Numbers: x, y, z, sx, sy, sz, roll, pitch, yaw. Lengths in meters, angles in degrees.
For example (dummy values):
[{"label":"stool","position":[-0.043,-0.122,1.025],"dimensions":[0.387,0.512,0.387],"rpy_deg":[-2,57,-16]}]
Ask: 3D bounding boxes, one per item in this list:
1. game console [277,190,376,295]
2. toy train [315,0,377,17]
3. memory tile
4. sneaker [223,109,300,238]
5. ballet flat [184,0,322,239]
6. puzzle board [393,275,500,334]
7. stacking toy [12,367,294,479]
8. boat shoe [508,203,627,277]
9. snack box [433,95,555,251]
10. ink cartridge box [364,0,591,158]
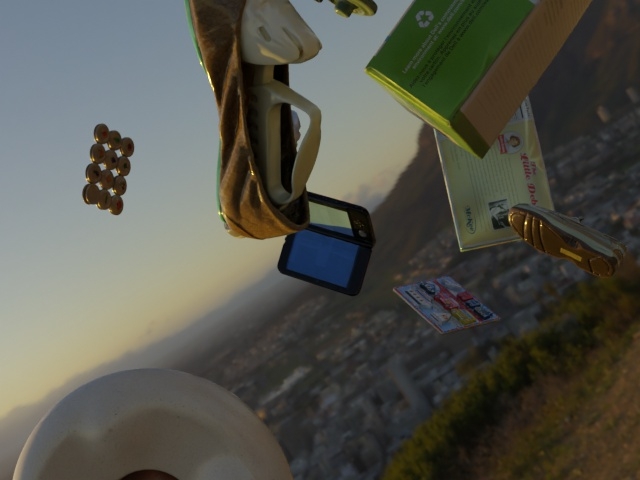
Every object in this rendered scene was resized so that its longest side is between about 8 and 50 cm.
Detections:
[{"label":"game console","position":[0.000,0.000,1.403],"dimensions":[0.085,0.144,0.124],"rpy_deg":[-61,-27,-27]},{"label":"toy train","position":[-0.014,-0.358,1.071],"dimensions":[0.334,0.190,0.142],"rpy_deg":[16,-83,-81]},{"label":"memory tile","position":[-0.373,-0.125,1.681],"dimensions":[0.012,0.148,0.113],"rpy_deg":[2,-13,26]},{"label":"sneaker","position":[-0.135,-0.128,1.721],"dimensions":[0.115,0.105,0.281],"rpy_deg":[10,-55,-21]},{"label":"ballet flat","position":[-0.057,-0.155,0.978],"dimensions":[0.124,0.343,0.116],"rpy_deg":[12,27,31]},{"label":"puzzle board","position":[0.174,0.086,1.322],"dimensions":[0.096,0.011,0.128],"rpy_deg":[-10,30,-26]},{"label":"stacking toy","position":[-0.187,0.316,1.329],"dimensions":[0.350,0.351,0.480],"rpy_deg":[-33,0,5]},{"label":"boat shoe","position":[0.389,-0.011,1.496],"dimensions":[0.072,0.190,0.068],"rpy_deg":[-44,-24,-32]},{"label":"snack box","position":[0.322,-0.154,1.795],"dimensions":[0.187,0.322,0.060],"rpy_deg":[-12,-5,7]},{"label":"ink cartridge box","position":[0.171,-0.215,0.866],"dimensions":[0.255,0.097,0.189],"rpy_deg":[-55,-16,7]}]
